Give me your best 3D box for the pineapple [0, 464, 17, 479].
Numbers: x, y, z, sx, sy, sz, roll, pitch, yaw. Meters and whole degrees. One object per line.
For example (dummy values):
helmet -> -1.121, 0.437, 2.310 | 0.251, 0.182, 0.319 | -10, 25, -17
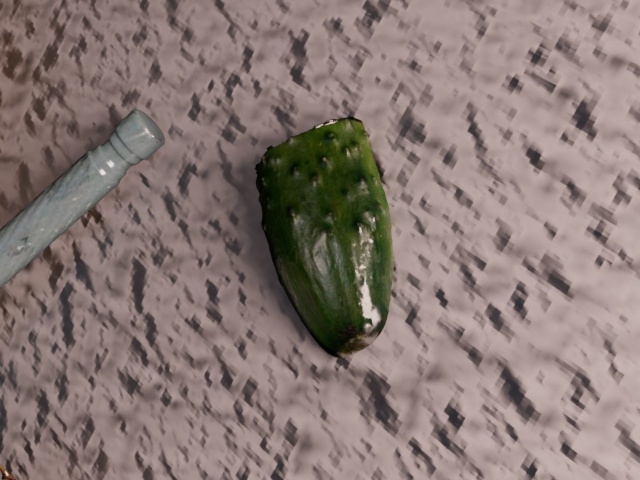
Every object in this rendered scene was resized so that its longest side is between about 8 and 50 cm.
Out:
pineapple -> -0.204, 0.205, 0.764 | 0.224, 0.076, 0.225 | -11, 73, 39

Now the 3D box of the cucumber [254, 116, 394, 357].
cucumber -> 0.000, 0.000, 0.680 | 0.067, 0.035, 0.107 | -30, 60, 29

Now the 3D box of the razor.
razor -> -0.178, 0.011, 0.807 | 0.232, 0.106, 0.068 | -40, 54, 13
